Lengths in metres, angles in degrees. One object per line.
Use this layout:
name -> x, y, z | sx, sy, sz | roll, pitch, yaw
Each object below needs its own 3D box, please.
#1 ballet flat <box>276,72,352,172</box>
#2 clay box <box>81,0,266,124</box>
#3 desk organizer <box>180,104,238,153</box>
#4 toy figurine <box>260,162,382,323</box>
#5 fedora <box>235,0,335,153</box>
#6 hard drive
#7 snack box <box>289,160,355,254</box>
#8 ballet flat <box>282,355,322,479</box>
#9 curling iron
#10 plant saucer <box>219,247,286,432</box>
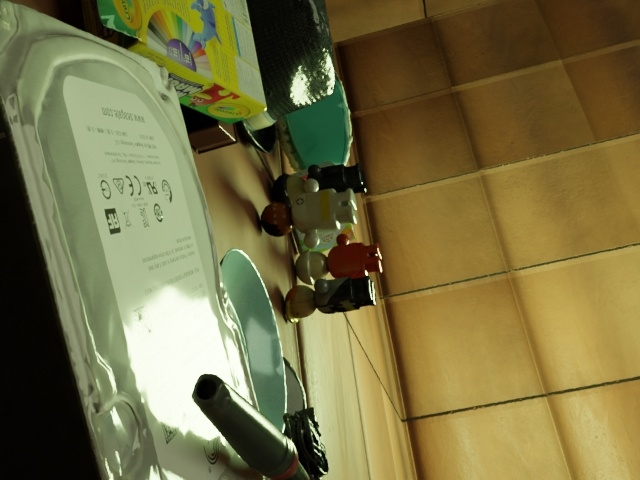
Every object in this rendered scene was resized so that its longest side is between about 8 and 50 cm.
ballet flat -> -0.041, -0.295, 1.191 | 0.147, 0.147, 0.408 | 15, 63, -80
clay box -> -0.131, -0.191, 0.558 | 0.222, 0.053, 0.127 | 11, 65, -64
desk organizer -> -0.126, -0.164, 0.685 | 0.050, 0.047, 0.130 | 40, 38, -72
toy figurine -> 0.000, 0.000, 0.973 | 0.209, 0.148, 0.213 | -68, 147, -65
fedora -> -0.065, -0.296, 0.922 | 0.334, 0.153, 0.333 | -13, 90, -81
hard drive -> -0.115, 0.048, 0.393 | 0.237, 0.064, 0.338 | -35, 113, -80
snack box -> -0.006, -0.052, 1.103 | 0.037, 0.100, 0.141 | -141, -148, -63
ballet flat -> -0.041, 0.212, 0.730 | 0.058, 0.049, 0.173 | -12, 87, -39
curling iron -> -0.036, 0.133, 0.442 | 0.274, 0.035, 0.068 | 63, 14, -63
plant saucer -> -0.078, 0.105, 0.625 | 0.195, 0.038, 0.194 | -13, 90, -82
